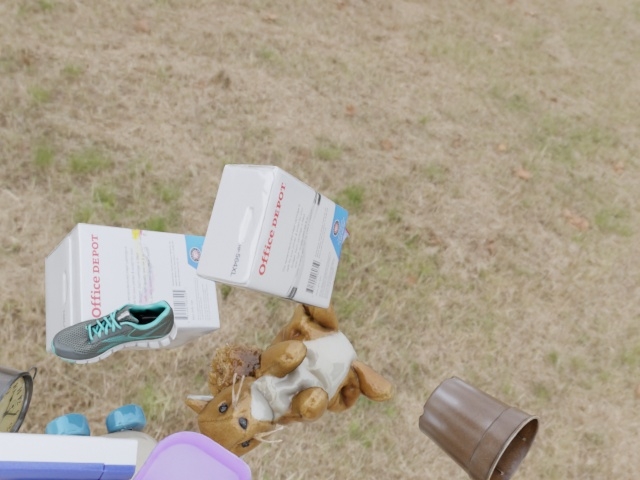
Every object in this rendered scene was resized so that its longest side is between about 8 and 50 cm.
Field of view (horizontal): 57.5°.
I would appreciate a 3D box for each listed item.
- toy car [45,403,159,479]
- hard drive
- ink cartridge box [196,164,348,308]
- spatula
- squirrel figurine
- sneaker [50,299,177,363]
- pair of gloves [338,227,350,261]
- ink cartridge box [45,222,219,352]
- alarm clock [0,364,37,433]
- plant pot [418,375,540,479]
[{"bbox_3d":[-0.415,0.467,1.081,0.210,0.238,0.219,1,47,-40],"label":"toy car"},{"bbox_3d":[-0.366,0.226,0.571,0.319,0.210,0.040,12,57,-26],"label":"hard drive"},{"bbox_3d":[-0.055,0.000,0.774,0.086,0.148,0.203,8,-10,31],"label":"ink cartridge box"},{"bbox_3d":[-0.155,0.276,0.410,0.084,0.030,0.296,38,53,-8],"label":"spatula"},{"bbox_3d":[-0.113,0.340,1.313,0.370,0.397,0.281,-35,96,-28],"label":"squirrel figurine"},{"bbox_3d":[-0.276,0.115,0.791,0.167,0.076,0.065,-11,55,-29],"label":"sneaker"},{"bbox_3d":[0.000,0.000,1.391,0.023,0.198,0.159,14,62,42],"label":"pair of gloves"},{"bbox_3d":[-0.372,0.102,1.147,0.270,0.197,0.198,7,65,-40],"label":"ink cartridge box"},{"bbox_3d":[-0.472,0.240,0.857,0.064,0.129,0.192,17,16,0],"label":"alarm clock"},{"bbox_3d":[0.279,0.343,1.060,0.167,0.167,0.165,-20,39,-40],"label":"plant pot"}]
